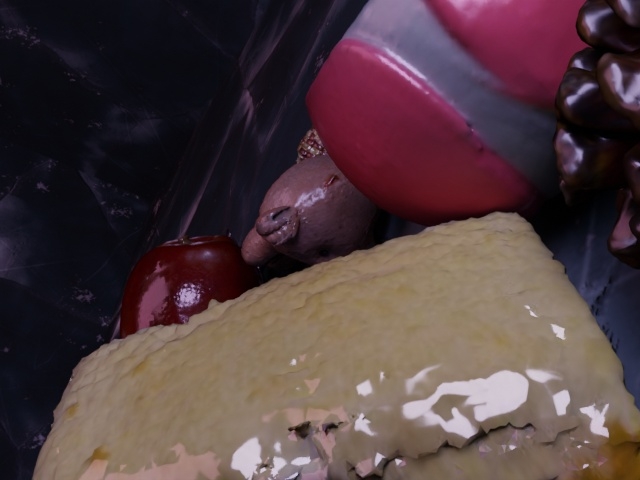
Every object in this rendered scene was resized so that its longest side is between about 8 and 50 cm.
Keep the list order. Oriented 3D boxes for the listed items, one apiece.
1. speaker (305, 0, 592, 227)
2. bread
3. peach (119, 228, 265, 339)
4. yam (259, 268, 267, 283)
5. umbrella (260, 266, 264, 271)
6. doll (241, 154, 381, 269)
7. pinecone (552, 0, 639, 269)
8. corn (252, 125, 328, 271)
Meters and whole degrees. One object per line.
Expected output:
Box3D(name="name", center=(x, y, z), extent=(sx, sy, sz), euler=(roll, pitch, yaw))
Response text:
Box3D(name="speaker", center=(0.130, -0.159, 0.548), extent=(0.294, 0.294, 0.294), euler=(-51, 25, 35))
Box3D(name="bread", center=(-0.003, 0.134, 0.450), extent=(0.375, 0.165, 0.237), euler=(-18, 34, 8))
Box3D(name="peach", center=(-0.233, 0.157, 1.109), extent=(0.257, 0.201, 0.362), euler=(14, 96, 57))
Box3D(name="yam", center=(-0.125, 0.070, 1.196), extent=(0.054, 0.054, 0.132), euler=(-56, 40, 25))
Box3D(name="umbrella", center=(-0.142, 0.047, 1.291), extent=(0.248, 0.070, 0.071), euler=(-55, 23, 31))
Box3D(name="doll", center=(0.000, 0.000, 0.926), extent=(0.201, 0.156, 0.303), euler=(-31, -12, -17))
Box3D(name="pinecone", center=(0.237, -0.098, 0.309), extent=(0.309, 0.243, 0.244), euler=(113, 167, -49))
Box3D(name="corn", center=(-0.024, -0.087, 1.104), extent=(0.290, 0.098, 0.098), euler=(-63, 20, 8))
